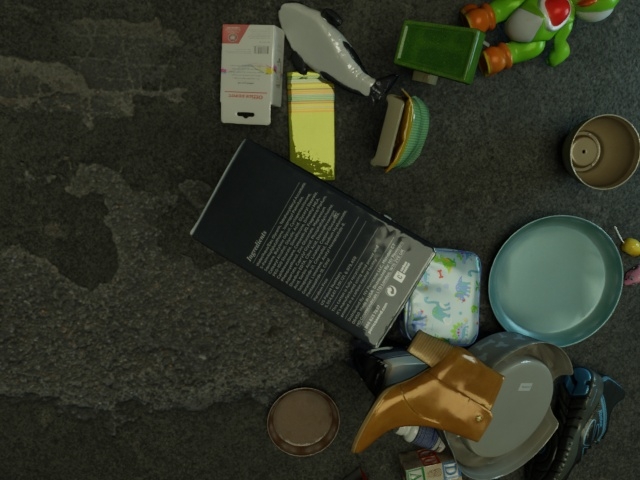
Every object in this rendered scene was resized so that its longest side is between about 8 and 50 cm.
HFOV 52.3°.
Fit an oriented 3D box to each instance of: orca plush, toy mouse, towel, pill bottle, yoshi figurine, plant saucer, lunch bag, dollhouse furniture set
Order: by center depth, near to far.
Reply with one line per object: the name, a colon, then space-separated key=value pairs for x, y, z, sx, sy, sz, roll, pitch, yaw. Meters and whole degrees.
dollhouse furniture set: x=0.233 y=-0.270 z=1.315 sx=0.151 sy=0.198 sz=0.301 roll=20 pitch=105 yaw=25
orca plush: x=0.043 y=-0.400 z=1.354 sx=0.287 sy=0.102 sz=0.151 roll=32 pitch=126 yaw=18
yoshi figurine: x=0.493 y=-0.496 z=1.389 sx=0.362 sy=0.203 sz=0.202 roll=-23 pitch=60 yaw=11
towel: x=-0.020 y=-0.249 z=1.419 sx=0.102 sy=0.021 sz=0.237 roll=-1 pitch=100 yaw=-1
lunch bag: x=0.263 y=0.124 z=1.458 sx=0.176 sy=0.090 sz=0.218 roll=3 pitch=87 yaw=-6
plant saucer: x=-0.040 y=0.418 z=1.515 sx=0.169 sy=0.029 sz=0.168 roll=-1 pitch=99 yaw=-6
plant saucer: x=0.541 y=0.095 z=1.518 sx=0.318 sy=0.043 sz=0.317 roll=-1 pitch=100 yaw=-4
pill bottle: x=0.235 y=0.448 z=1.532 sx=0.120 sy=0.067 sz=0.067 roll=22 pitch=96 yaw=-10
toy mouse: x=0.727 y=0.069 z=1.548 sx=0.161 sy=0.031 sz=0.143 roll=32 pitch=94 yaw=-10

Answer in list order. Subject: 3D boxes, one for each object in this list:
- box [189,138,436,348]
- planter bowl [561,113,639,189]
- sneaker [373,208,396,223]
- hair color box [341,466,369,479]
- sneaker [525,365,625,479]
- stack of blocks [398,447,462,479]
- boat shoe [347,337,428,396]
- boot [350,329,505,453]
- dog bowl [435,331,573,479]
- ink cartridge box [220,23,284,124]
box: x=0.000 y=0.000 z=1.275 sx=0.396 sy=0.293 sz=0.211 roll=30 pitch=95 yaw=5
planter bowl: x=0.607 y=-0.198 z=1.453 sx=0.162 sy=0.109 sz=0.161 roll=-1 pitch=100 yaw=-7
sneaker: x=0.106 y=0.027 z=1.450 sx=0.084 sy=0.069 sz=0.185 roll=28 pitch=96 yaw=-5
hair color box: x=0.079 y=0.600 z=1.487 sx=0.093 sy=0.167 sz=0.053 roll=-36 pitch=101 yaw=-1
sneaker: x=0.611 y=0.474 z=1.553 sx=0.140 sy=0.125 sz=0.340 roll=20 pitch=100 yaw=-20
stack of blocks: x=0.257 y=0.654 z=1.557 sx=0.171 sy=0.087 sz=0.297 roll=-10 pitch=100 yaw=-5
boat shoe: x=0.223 y=0.277 z=1.481 sx=0.341 sy=0.158 sz=0.127 roll=9 pitch=105 yaw=-33
boot: x=0.213 y=0.343 z=1.282 sx=0.211 sy=0.104 sz=0.295 roll=33 pitch=90 yaw=8
dog bowl: x=0.404 y=0.361 z=1.462 sx=0.349 sy=0.102 sz=0.348 roll=-13 pitch=117 yaw=-26
ink cartridge box: x=-0.142 y=-0.339 z=1.349 sx=0.116 sy=0.067 sz=0.198 roll=6 pitch=99 yaw=14
